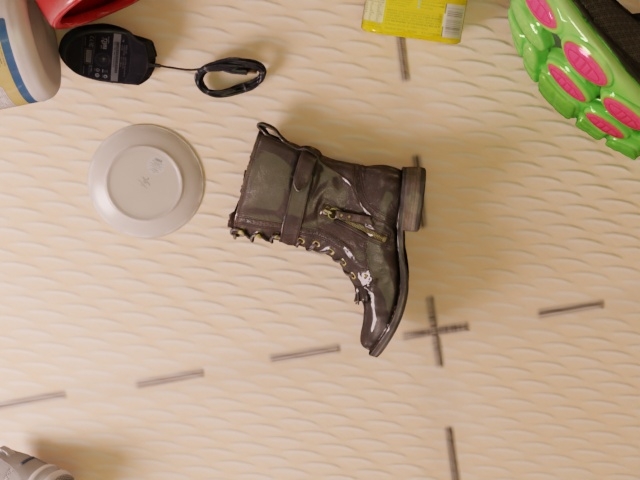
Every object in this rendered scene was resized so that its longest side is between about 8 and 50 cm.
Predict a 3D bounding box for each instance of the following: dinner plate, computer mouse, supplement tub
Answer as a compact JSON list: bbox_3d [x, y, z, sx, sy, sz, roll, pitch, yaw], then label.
[{"bbox_3d":[-0.214,-0.070,1.265,0.141,0.017,0.141,-1,102,-4],"label":"dinner plate"},{"bbox_3d":[-0.184,-0.213,1.225,0.242,0.041,0.071,8,123,-12],"label":"computer mouse"},{"bbox_3d":[-0.405,-0.210,1.157,0.199,0.144,0.144,-11,103,0],"label":"supplement tub"}]

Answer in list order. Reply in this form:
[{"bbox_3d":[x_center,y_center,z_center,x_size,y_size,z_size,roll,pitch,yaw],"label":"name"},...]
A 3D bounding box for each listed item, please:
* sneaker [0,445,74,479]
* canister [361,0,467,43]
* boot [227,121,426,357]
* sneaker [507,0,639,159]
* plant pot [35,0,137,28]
[{"bbox_3d":[-0.407,0.390,1.337,0.115,0.105,0.281,30,104,21],"label":"sneaker"},{"bbox_3d":[0.116,-0.319,1.194,0.126,0.073,0.170,7,104,-4],"label":"canister"},{"bbox_3d":[0.000,0.000,1.265,0.229,0.091,0.263,9,98,1],"label":"boot"},{"bbox_3d":[0.427,-0.191,1.208,0.483,0.185,0.202,30,82,-12],"label":"sneaker"},{"bbox_3d":[-0.243,-0.346,1.114,0.191,0.191,0.174,-25,97,3],"label":"plant pot"}]
